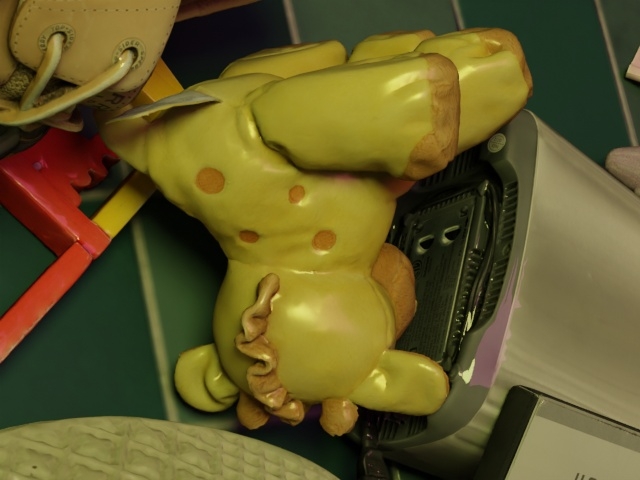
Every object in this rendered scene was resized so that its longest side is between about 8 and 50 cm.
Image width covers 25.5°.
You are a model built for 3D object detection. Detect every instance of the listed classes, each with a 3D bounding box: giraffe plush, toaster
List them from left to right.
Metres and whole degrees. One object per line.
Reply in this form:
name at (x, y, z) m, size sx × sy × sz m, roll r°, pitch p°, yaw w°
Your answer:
giraffe plush at (0.000, 0.000, 0.675) m, size 0.210 × 0.181 × 0.170 m, roll -20°, pitch 107°, yaw -35°
toaster at (0.107, 0.051, 0.758) m, size 0.146 × 0.129 × 0.227 m, roll 26°, pitch 62°, yaw -26°

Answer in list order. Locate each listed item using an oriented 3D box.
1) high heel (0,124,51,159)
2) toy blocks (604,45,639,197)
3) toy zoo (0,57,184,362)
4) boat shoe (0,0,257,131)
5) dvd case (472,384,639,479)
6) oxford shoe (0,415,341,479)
high heel at (-0.231, -0.124, 0.598) m, size 0.261 × 0.093 × 0.186 m, roll 51°, pitch 45°, yaw -6°
toy blocks at (0.289, 0.012, 0.867) m, size 0.260 × 0.309 × 0.288 m, roll 18°, pitch 46°, yaw 9°
toy zoo at (-0.179, -0.054, 0.669) m, size 0.192 × 0.030 × 0.293 m, roll 45°, pitch 55°, yaw -11°
boat shoe at (-0.101, -0.102, 0.553) m, size 0.341 × 0.122 × 0.110 m, roll -36°, pitch 102°, yaw -42°
dvd case at (0.121, 0.207, 0.699) m, size 0.179 × 0.029 × 0.238 m, roll 23°, pitch 90°, yaw -29°
oxford shoe at (-0.141, 0.176, 0.563) m, size 0.449 × 0.130 × 0.169 m, roll -8°, pitch 40°, yaw -45°
